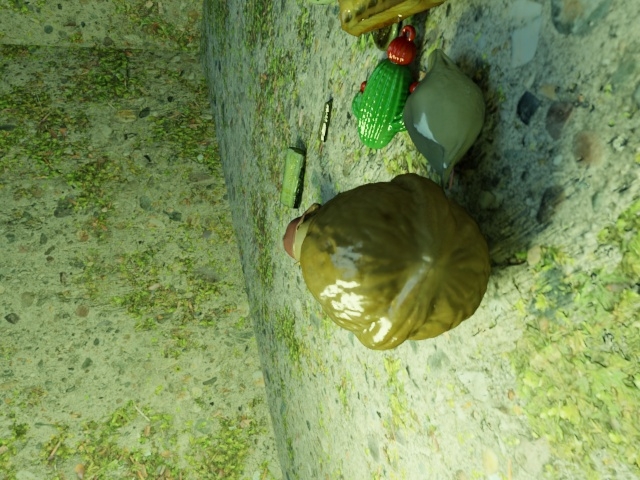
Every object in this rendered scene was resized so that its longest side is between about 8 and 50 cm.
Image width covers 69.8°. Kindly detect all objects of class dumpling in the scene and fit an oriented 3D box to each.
[{"bbox_3d":[0.204,-0.200,0.774,0.215,0.126,0.166,62,-179,16],"label":"dumpling"}]

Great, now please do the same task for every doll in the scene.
[{"bbox_3d":[0.003,0.001,1.295,0.256,0.152,0.196,23,86,50],"label":"doll"}]

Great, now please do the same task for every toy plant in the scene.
[{"bbox_3d":[0.144,-0.291,0.930,0.240,0.088,0.154,-42,68,52],"label":"toy plant"}]

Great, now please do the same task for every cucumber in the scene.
[{"bbox_3d":[-0.086,-0.219,1.600,0.078,0.062,0.211,27,122,25],"label":"cucumber"}]

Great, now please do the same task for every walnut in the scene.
[{"bbox_3d":[0.121,0.034,0.766,0.333,0.334,0.332,174,90,-69],"label":"walnut"}]

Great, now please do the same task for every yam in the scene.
[{"bbox_3d":[0.013,-0.350,1.333,0.033,0.027,0.129,-122,33,-46],"label":"yam"}]

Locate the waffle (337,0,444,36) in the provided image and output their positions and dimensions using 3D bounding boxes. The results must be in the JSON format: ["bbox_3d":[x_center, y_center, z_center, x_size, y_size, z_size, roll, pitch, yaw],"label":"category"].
[{"bbox_3d":[0.125,-0.504,0.809,0.328,0.098,0.223,-146,51,-67],"label":"waffle"}]

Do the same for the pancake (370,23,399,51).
[{"bbox_3d":[0.139,-0.465,0.976,0.129,0.023,0.116,-163,68,-73],"label":"pancake"}]

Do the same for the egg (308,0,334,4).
[{"bbox_3d":[0.006,-0.643,1.118,0.164,0.132,0.131,50,142,47],"label":"egg"}]
